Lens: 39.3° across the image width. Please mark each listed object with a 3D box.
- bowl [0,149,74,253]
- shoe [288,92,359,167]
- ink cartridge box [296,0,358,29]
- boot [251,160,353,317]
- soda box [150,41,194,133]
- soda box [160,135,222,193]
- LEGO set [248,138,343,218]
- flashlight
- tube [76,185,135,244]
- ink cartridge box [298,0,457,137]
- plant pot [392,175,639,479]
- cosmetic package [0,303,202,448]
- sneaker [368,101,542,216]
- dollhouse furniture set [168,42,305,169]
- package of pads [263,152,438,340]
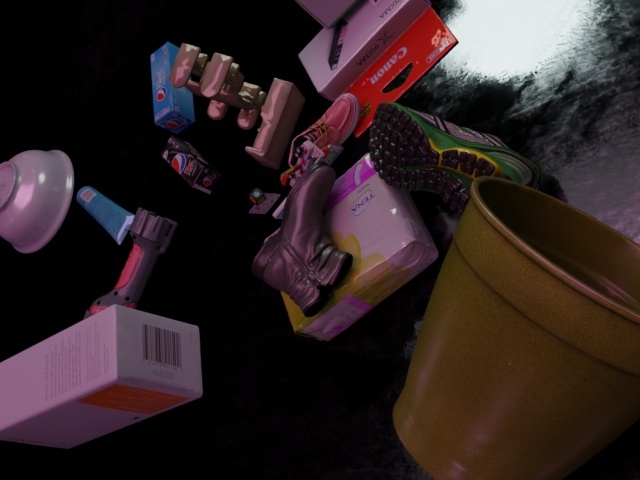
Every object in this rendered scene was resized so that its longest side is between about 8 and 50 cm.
[{"bbox_3d":[-0.804,-0.124,2.407,0.298,0.134,0.297,-18,62,37],"label":"bowl"},{"bbox_3d":[0.006,-0.205,1.724,0.063,0.081,0.178,42,114,21],"label":"shoe"},{"bbox_3d":[0.024,-0.593,1.810,0.211,0.121,0.289,-42,36,20],"label":"ink cartridge box"},{"bbox_3d":[0.000,0.000,1.549,0.161,0.083,0.246,31,94,33],"label":"boot"},{"bbox_3d":[-0.354,-0.364,2.138,0.067,0.071,0.210,-28,57,32],"label":"soda box"},{"bbox_3d":[-0.293,-0.172,2.015,0.169,0.060,0.053,42,104,43],"label":"soda box"},{"bbox_3d":[-0.040,-0.102,1.658,0.060,0.244,0.182,44,104,15],"label":"LEGO set"},{"bbox_3d":[-0.435,0.077,2.019,0.103,0.103,0.304,22,90,47],"label":"flashlight"},{"bbox_3d":[-0.526,-0.069,2.197,0.207,0.052,0.080,35,102,39],"label":"tube"},{"bbox_3d":[0.102,-0.374,1.743,0.275,0.060,0.239,-43,49,21],"label":"ink cartridge box"},{"bbox_3d":[0.279,0.159,1.204,0.366,0.366,0.353,47,118,42],"label":"plant pot"},{"bbox_3d":[-0.485,0.299,1.886,0.453,0.230,0.161,-26,59,34],"label":"cosmetic package"},{"bbox_3d":[0.213,-0.133,1.496,0.343,0.146,0.134,37,126,37],"label":"sneaker"},{"bbox_3d":[-0.179,-0.267,1.853,0.242,0.212,0.161,19,85,17],"label":"dollhouse furniture set"},{"bbox_3d":[0.049,0.018,1.606,0.296,0.101,0.229,-40,51,24],"label":"package of pads"}]
